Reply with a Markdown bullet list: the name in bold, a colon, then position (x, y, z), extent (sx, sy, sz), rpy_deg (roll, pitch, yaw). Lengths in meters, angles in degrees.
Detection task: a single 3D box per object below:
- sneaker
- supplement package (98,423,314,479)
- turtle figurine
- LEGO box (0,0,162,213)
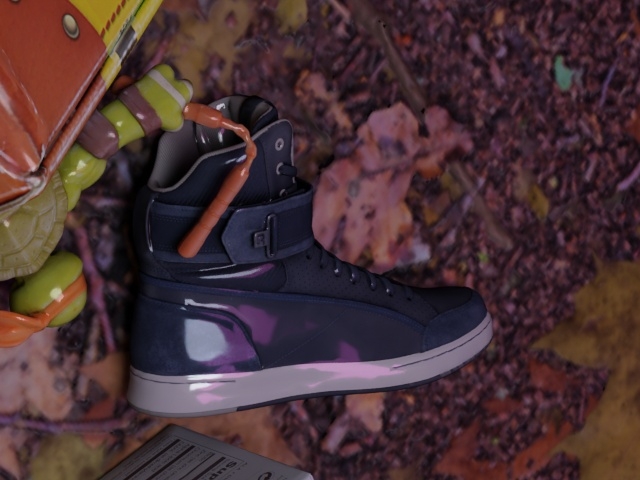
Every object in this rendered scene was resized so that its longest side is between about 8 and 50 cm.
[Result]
- **sneaker**: position (0.000, 0.000, 1.072), extent (0.226, 0.086, 0.163), rpy_deg (-7, 102, -32)
- **supplement package**: position (-0.063, 0.268, 1.026), extent (0.204, 0.145, 0.261), rpy_deg (-37, 114, -25)
- **turtle figurine**: position (-0.181, -0.028, 0.932), extent (0.269, 0.087, 0.217), rpy_deg (-35, 104, 0)
- **LEGO box**: position (-0.181, -0.273, 0.715), extent (0.372, 0.193, 0.500), rpy_deg (57, 33, -25)
